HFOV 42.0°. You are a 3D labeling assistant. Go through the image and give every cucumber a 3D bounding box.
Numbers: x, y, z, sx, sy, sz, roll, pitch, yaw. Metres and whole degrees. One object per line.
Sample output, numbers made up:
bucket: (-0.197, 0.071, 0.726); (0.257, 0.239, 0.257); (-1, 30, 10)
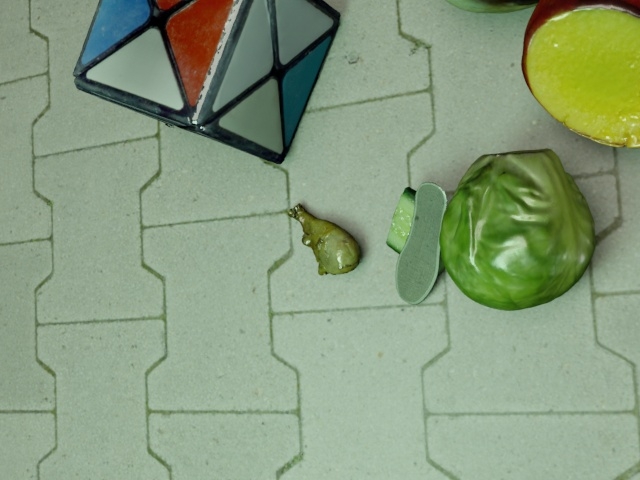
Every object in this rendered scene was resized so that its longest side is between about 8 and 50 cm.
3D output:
cucumber: (0.173, -0.020, 1.372); (0.115, 0.062, 0.117); (33, 128, 24)

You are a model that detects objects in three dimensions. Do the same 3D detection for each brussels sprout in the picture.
brussels sprout: (0.290, -0.016, 1.248); (0.244, 0.244, 0.244); (-2, 85, 26)

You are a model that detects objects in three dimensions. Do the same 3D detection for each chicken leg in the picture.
chicken leg: (0.000, 0.000, 1.462); (0.178, 0.070, 0.093); (46, 112, 29)

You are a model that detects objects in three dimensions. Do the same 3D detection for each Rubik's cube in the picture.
Rubik's cube: (-0.183, -0.333, 1.442); (0.306, 0.310, 0.305); (22, 93, 26)

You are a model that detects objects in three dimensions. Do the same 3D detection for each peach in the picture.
peach: (0.436, -0.270, 1.172); (0.274, 0.249, 0.245); (37, 81, 12)

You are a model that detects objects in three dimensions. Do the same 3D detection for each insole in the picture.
insole: (0.164, 0.010, 1.349); (0.080, 0.003, 0.232); (31, 128, 30)

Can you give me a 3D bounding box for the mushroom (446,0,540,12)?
mushroom: (0.278, -0.444, 1.305); (0.266, 0.164, 0.190); (-27, 100, -13)
